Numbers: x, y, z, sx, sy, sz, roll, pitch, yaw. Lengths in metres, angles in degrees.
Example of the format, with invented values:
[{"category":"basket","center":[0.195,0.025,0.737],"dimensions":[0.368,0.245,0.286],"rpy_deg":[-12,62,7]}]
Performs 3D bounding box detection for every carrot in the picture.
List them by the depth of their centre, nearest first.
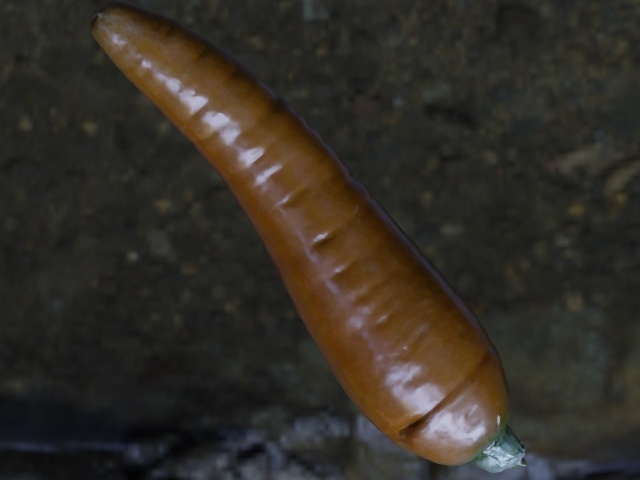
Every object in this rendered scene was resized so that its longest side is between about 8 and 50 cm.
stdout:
[{"category":"carrot","center":[0.000,0.000,0.433],"dimensions":[0.035,0.035,0.142],"rpy_deg":[-33,101,31]}]
